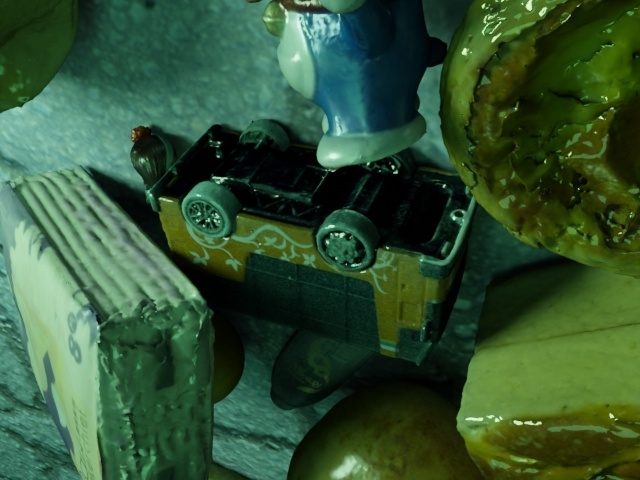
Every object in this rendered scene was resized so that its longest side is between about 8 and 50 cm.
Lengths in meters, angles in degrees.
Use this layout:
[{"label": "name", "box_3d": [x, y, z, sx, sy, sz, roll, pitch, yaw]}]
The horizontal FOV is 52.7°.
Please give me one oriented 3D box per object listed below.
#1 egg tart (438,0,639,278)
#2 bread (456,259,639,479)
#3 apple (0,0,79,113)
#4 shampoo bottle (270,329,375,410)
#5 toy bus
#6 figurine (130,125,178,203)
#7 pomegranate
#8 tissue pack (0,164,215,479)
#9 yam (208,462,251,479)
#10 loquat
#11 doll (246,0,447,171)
[{"label": "egg tart", "box_3d": [0.225, -0.096, 0.425, 0.290, 0.115, 0.290, 11, 137, 11]}, {"label": "bread", "box_3d": [0.303, 0.163, 0.553, 0.279, 0.207, 0.279, -15, 119, 36]}, {"label": "apple", "box_3d": [-0.345, -0.217, 0.524, 0.279, 0.279, 0.279, 13, 132, 15]}, {"label": "shampoo bottle", "box_3d": [-0.001, 0.143, 0.793, 0.087, 0.049, 0.234, 35, 135, -2]}, {"label": "toy bus", "box_3d": [0.000, 0.000, 0.611, 0.275, 0.138, 0.167, 12, 134, 18]}, {"label": "figurine", "box_3d": [-0.176, -0.071, 0.702, 0.060, 0.047, 0.106, 47, 154, 35]}, {"label": "pomegranate", "box_3d": [0.092, 0.291, 0.759, 0.229, 0.270, 0.252, 40, 106, 25]}, {"label": "tissue pack", "box_3d": [-0.231, 0.094, 0.674, 0.343, 0.125, 0.242, 37, 130, 46]}, {"label": "yam", "box_3d": [-0.134, 0.449, 1.093, 0.259, 0.093, 0.093, 24, 134, 6]}, {"label": "loquat", "box_3d": [-0.164, 0.149, 0.822, 0.141, 0.141, 0.141, 13, 132, 15]}, {"label": "doll", "box_3d": [0.008, -0.180, 0.422, 0.161, 0.215, 0.257, -10, 113, -5]}]
